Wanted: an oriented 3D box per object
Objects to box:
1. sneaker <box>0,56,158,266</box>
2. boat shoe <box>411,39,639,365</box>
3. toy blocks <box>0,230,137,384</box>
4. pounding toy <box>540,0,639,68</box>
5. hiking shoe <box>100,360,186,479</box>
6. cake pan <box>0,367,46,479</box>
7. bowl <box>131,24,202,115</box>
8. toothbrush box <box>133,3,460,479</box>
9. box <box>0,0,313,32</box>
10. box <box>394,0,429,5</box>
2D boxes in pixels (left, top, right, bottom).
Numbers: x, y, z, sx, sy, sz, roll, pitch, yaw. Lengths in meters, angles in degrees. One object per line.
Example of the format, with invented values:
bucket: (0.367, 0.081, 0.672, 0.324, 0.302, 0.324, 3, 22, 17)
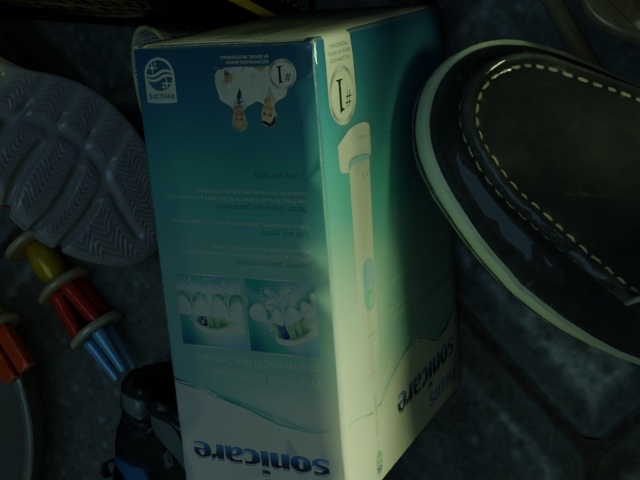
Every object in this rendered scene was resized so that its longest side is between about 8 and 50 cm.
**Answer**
sneaker: (-0.275, -0.093, 0.922, 0.321, 0.180, 0.125, 39, 76, -16)
boat shoe: (0.278, 0.024, 0.644, 0.500, 0.156, 0.187, 37, 69, 10)
toy blocks: (-0.239, 0.074, 0.929, 0.123, 0.054, 0.148, -34, 80, -20)
pounding toy: (0.245, -0.185, 0.715, 0.269, 0.155, 0.154, 32, 79, 7)
hiking shoe: (-0.053, 0.222, 0.865, 0.304, 0.113, 0.132, 36, 120, 32)
cake pan: (-0.377, 0.168, 1.023, 0.293, 0.054, 0.293, 3, 97, 23)
bowl: (-0.077, -0.095, 0.838, 0.080, 0.170, 0.170, -22, 87, -20)
toothbrush box: (0.000, 0.000, 0.733, 0.126, 0.216, 0.296, 2, 108, 26)
box: (-0.197, -0.214, 0.791, 0.322, 0.257, 0.079, 8, 91, 21)
box: (0.034, -0.293, 0.735, 0.203, 0.168, 0.167, 47, 112, 12)
